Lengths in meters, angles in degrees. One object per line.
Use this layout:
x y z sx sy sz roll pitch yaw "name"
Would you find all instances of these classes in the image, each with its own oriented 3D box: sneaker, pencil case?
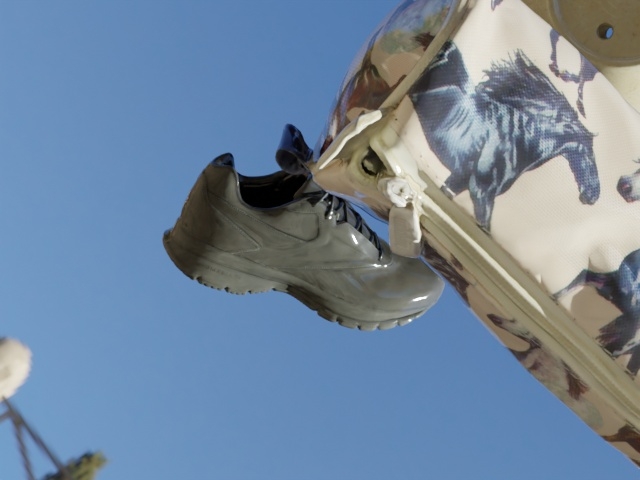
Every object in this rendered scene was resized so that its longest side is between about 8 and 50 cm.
0.000 0.000 1.286 0.130 0.286 0.109 -66 -155 23 "sneaker"
0.171 0.028 0.789 0.410 0.183 0.160 43 -36 -11 "pencil case"

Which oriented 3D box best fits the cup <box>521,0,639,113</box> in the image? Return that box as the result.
0.340 -0.273 1.544 0.331 0.237 0.331 1 -85 7 "cup"
